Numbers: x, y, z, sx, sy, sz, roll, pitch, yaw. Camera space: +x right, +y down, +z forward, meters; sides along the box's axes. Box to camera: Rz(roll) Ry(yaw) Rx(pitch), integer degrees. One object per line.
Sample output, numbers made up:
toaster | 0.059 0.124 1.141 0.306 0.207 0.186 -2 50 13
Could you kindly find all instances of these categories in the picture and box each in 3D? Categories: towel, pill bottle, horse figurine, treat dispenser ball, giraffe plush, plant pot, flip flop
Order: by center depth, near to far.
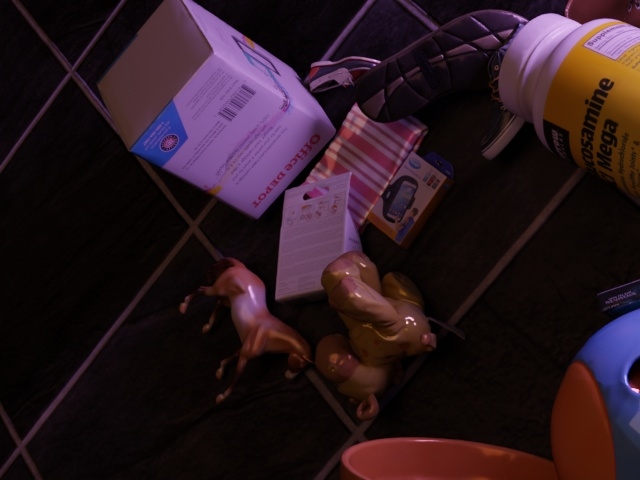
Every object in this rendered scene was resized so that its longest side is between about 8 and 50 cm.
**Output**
treat dispenser ball | 0.392 0.210 1.395 0.288 0.288 0.288 -14 66 34
plant pot | 0.159 0.369 1.545 0.291 0.291 0.203 9 96 39
pill bottle | 0.387 -0.161 1.599 0.334 0.188 0.188 34 96 41
giraffe plush | 0.066 0.142 1.782 0.210 0.181 0.170 35 110 6
flip flop | 0.180 -0.250 1.855 0.277 0.080 0.112 -23 101 21
towel | 0.063 -0.120 1.940 0.144 0.029 0.197 38 98 39
horse figurine | -0.122 0.121 1.973 0.174 0.066 0.263 -41 56 26

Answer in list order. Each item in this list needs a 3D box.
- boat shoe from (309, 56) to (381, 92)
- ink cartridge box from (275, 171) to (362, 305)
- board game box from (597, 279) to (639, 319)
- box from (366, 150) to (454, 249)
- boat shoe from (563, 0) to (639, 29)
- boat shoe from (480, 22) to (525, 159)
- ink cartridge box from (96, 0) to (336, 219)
boat shoe | 0.037 -0.256 1.996 0.137 0.049 0.043 -1 76 40
ink cartridge box | 0.000 0.000 1.930 0.145 0.045 0.179 -14 61 43
board game box | 0.416 0.076 1.491 0.126 0.186 0.026 -24 60 30
box | 0.133 -0.065 1.866 0.081 0.028 0.136 40 102 40
boat shoe | 0.442 -0.314 1.666 0.307 0.104 0.111 0 74 38
boat shoe | 0.254 -0.205 1.777 0.183 0.083 0.065 -57 5 0
ink cartridge box | -0.158 -0.202 1.969 0.198 0.270 0.197 -47 44 15
